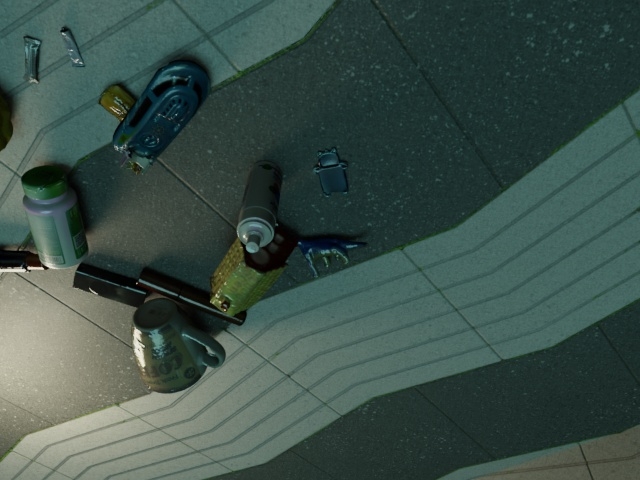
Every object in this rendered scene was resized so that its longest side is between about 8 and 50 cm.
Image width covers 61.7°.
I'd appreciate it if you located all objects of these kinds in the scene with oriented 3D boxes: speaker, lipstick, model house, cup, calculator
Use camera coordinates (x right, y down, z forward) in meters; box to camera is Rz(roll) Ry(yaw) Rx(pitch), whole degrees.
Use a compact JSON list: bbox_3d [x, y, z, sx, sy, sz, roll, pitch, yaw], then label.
[{"bbox_3d":[-0.649,0.141,1.668,0.218,0.044,0.082,21,127,-15],"label":"speaker"},{"bbox_3d":[-0.951,0.060,1.585,0.300,0.081,0.081,3,130,2],"label":"lipstick"},{"bbox_3d":[-0.190,0.075,1.450,0.160,0.254,0.196,34,124,-10],"label":"model house"},{"bbox_3d":[-0.400,0.183,1.689,0.357,0.057,0.057,25,126,-19],"label":"lipstick"},{"bbox_3d":[-0.449,0.322,1.676,0.301,0.227,0.257,5,133,12],"label":"cup"},{"bbox_3d":[0.029,-0.177,1.405,0.094,0.019,0.141,-9,127,8],"label":"calculator"}]

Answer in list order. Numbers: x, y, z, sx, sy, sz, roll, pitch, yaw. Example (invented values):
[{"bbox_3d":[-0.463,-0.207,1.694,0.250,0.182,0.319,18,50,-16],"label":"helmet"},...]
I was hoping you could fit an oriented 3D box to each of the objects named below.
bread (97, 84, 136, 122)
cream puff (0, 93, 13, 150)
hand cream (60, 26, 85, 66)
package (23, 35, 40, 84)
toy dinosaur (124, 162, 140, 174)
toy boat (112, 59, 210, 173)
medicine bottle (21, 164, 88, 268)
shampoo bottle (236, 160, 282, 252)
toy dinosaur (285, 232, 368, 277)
[{"bbox_3d":[-0.474,-0.318,1.280,0.072,0.053,0.106,-26,130,25],"label":"bread"},{"bbox_3d":[-0.899,-0.263,1.212,0.324,0.257,0.291,11,133,-8],"label":"cream puff"},{"bbox_3d":[-0.562,-0.436,1.211,0.030,0.019,0.093,-3,136,1],"label":"hand cream"},{"bbox_3d":[-0.663,-0.411,1.231,0.037,0.015,0.110,17,127,-11],"label":"package"},{"bbox_3d":[-0.493,-0.211,1.383,0.041,0.026,0.113,-3,139,-5],"label":"toy dinosaur"},{"bbox_3d":[-0.363,-0.281,1.251,0.134,0.092,0.299,18,132,-43],"label":"toy boat"},{"bbox_3d":[-0.716,-0.062,1.445,0.133,0.133,0.274,6,131,-3],"label":"medicine bottle"},{"bbox_3d":[-0.148,-0.079,1.305,0.092,0.303,0.092,1,128,1],"label":"shampoo bottle"},{"bbox_3d":[0.000,0.000,1.526,0.248,0.075,0.188,-23,115,25],"label":"toy dinosaur"}]
